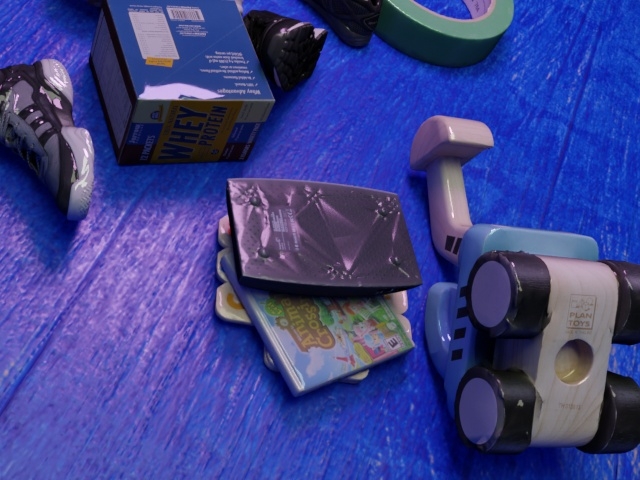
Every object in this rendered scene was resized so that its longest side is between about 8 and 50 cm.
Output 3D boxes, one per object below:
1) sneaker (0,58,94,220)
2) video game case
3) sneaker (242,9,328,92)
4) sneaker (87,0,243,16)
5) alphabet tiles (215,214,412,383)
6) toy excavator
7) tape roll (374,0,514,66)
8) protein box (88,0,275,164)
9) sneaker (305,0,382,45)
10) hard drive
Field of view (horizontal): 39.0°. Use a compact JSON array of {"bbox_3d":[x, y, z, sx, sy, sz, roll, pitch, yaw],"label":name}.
[{"bbox_3d":[-0.384,-0.128,1.155,0.153,0.101,0.268,-5,52,-27],"label":"sneaker"},{"bbox_3d":[-0.003,0.084,1.194,0.193,0.023,0.212,-16,64,-33],"label":"video game case"},{"bbox_3d":[-0.077,-0.298,1.376,0.124,0.107,0.283,24,12,2],"label":"sneaker"},{"bbox_3d":[-0.255,-0.406,1.386,0.282,0.105,0.115,8,78,-11],"label":"sneaker"},{"bbox_3d":[-0.009,0.060,1.239,0.278,0.021,0.284,11,52,-18],"label":"alphabet tiles"},{"bbox_3d":[0.232,0.045,1.254,0.223,0.445,0.432,4,95,-24],"label":"toy excavator"},{"bbox_3d":[0.207,-0.469,1.702,0.321,0.077,0.321,13,51,-16],"label":"tape roll"},{"bbox_3d":[-0.202,-0.230,1.288,0.200,0.136,0.201,-5,58,-28],"label":"protein box"},{"bbox_3d":[0.024,-0.458,1.573,0.087,0.130,0.227,-29,69,-40],"label":"sneaker"},{"bbox_3d":[0.000,0.000,1.208,0.255,0.054,0.172,3,54,-23],"label":"hard drive"}]
